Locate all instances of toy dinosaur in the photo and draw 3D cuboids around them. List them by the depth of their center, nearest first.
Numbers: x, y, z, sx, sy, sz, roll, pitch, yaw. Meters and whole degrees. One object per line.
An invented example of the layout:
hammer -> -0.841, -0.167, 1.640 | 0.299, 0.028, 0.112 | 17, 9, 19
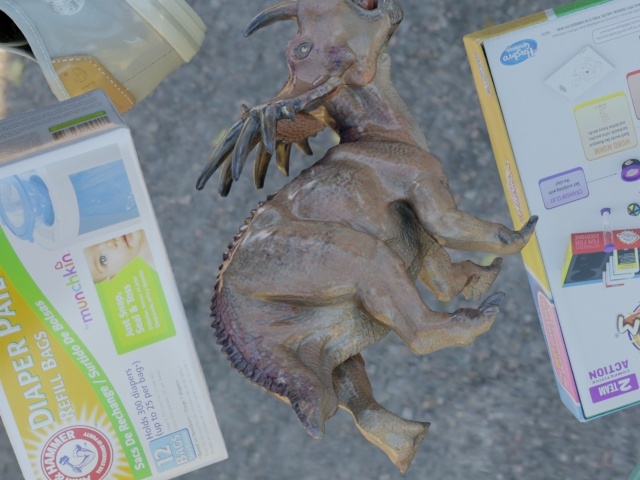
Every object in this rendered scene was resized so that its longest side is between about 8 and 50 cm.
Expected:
toy dinosaur -> 0.000, 0.000, 0.773 | 0.295, 0.200, 0.127 | -60, -5, -42

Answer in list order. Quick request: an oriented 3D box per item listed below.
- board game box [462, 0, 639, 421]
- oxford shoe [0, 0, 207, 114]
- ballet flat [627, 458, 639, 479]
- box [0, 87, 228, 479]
board game box -> 0.270, -0.043, 1.110 | 0.242, 0.064, 0.316 | -17, 101, -3
oxford shoe -> -0.269, -0.232, 1.131 | 0.130, 0.169, 0.449 | -50, 55, -1
ballet flat -> 0.322, 0.279, 1.426 | 0.068, 0.072, 0.213 | 38, 84, 8
box -> -0.138, 0.035, 0.783 | 0.114, 0.203, 0.103 | -19, 22, -10
